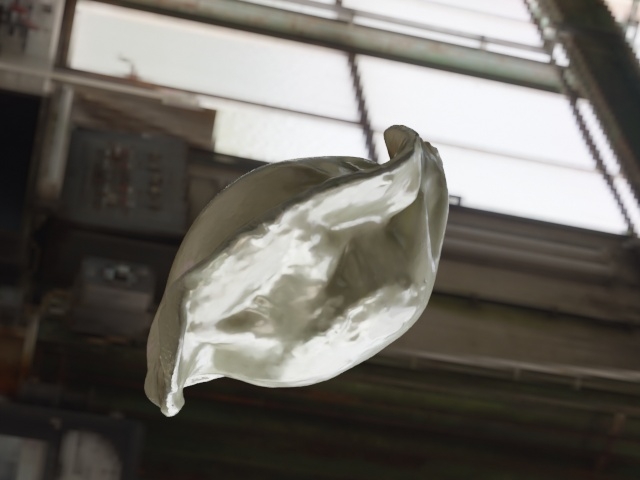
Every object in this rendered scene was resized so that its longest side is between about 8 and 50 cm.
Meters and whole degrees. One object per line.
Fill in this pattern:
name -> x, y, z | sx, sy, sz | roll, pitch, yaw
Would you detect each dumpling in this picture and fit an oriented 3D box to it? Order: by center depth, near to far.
dumpling -> 0.001, -0.002, 0.644 | 0.100, 0.169, 0.134 | 67, -27, 26
